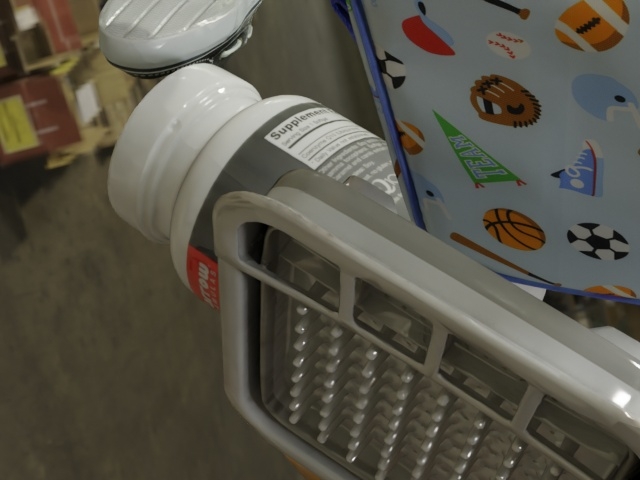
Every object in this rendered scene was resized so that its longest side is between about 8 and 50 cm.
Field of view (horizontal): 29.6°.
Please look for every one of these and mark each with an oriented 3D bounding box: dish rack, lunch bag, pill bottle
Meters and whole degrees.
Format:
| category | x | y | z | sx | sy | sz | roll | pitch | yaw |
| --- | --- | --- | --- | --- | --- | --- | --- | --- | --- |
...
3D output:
| category | x | y | z | sx | sy | sz | roll | pitch | yaw |
| --- | --- | --- | --- | --- | --- | --- | --- | --- | --- |
| dish rack | 0.069 | 0.095 | 0.740 | 0.072 | 0.286 | 0.333 | -52 | 164 | -27 |
| lunch bag | 0.138 | -0.086 | 0.659 | 0.303 | 0.243 | 0.115 | 70 | 39 | -52 |
| pill bottle | 0.000 | 0.000 | 1.070 | 0.210 | 0.363 | 0.210 | -43 | 153 | -29 |

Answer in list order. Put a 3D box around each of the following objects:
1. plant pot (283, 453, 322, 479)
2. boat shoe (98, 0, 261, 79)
| category | x | y | z | sx | sy | sz | roll | pitch | yaw |
| --- | --- | --- | --- | --- | --- | --- | --- | --- | --- |
| plant pot | 0.073 | 0.237 | 1.448 | 0.205 | 0.205 | 0.188 | -91 | 156 | -46 |
| boat shoe | -0.130 | -0.222 | 1.296 | 0.335 | 0.121 | 0.119 | -49 | 154 | -57 |
